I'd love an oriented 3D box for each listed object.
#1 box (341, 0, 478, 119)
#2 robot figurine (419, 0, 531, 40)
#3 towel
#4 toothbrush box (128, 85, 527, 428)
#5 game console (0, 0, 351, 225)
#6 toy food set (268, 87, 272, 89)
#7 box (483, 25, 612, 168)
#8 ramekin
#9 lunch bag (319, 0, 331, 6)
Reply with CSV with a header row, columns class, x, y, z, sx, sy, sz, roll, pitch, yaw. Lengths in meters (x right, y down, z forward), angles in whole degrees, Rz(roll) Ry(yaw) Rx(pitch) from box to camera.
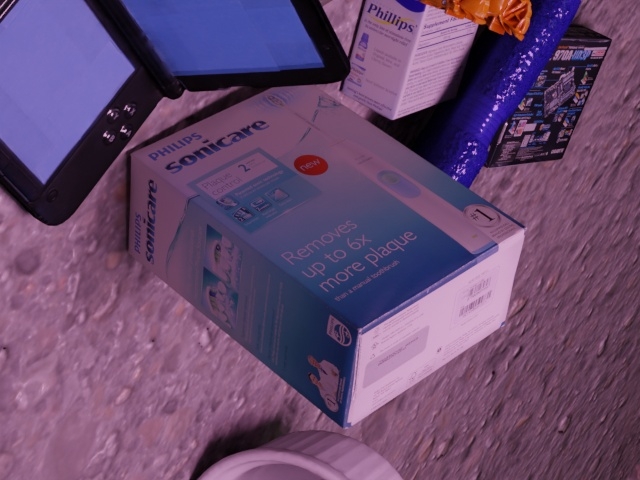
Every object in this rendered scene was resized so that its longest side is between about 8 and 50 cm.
class,x,y,z,sx,sy,sz,roll,pitch,yaw
box,0.099,-0.210,1.673,0.126,0.072,0.137,-23,137,-51
robot figurine,0.194,-0.338,1.488,0.211,0.085,0.291,1,115,-62
towel,0.180,-0.142,1.771,0.308,0.076,0.227,-59,-173,-1
toothbrush box,0.000,0.000,1.449,0.216,0.295,0.126,-28,141,-35
game console,-0.143,-0.135,1.229,0.250,0.173,0.293,-54,152,-11
toy food set,-0.026,-0.138,1.591,0.078,0.019,0.122,-49,151,-20
box,0.272,-0.183,2.016,0.220,0.051,0.175,-10,126,-56
ramekin,-0.014,0.350,1.831,0.135,0.277,0.277,-26,139,-60
lunch bag,0.049,-0.321,1.260,0.235,0.169,0.287,-40,-174,-33
